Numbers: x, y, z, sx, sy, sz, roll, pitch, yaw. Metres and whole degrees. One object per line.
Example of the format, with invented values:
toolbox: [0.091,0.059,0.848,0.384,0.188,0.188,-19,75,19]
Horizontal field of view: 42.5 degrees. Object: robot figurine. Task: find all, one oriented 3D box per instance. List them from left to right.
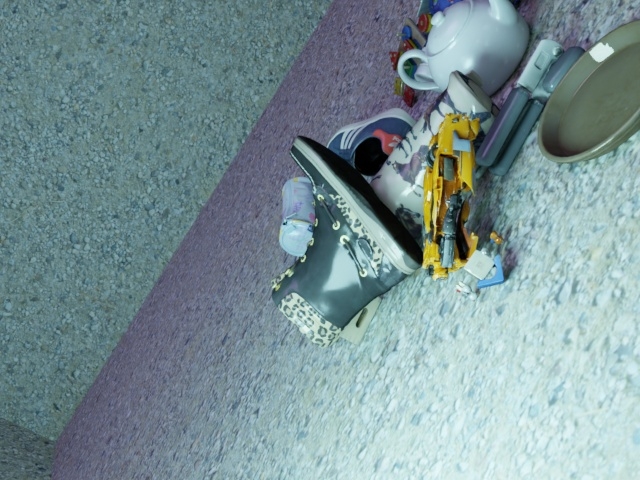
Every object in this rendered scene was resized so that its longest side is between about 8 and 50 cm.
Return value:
robot figurine: [0.232,-0.069,1.480,0.211,0.085,0.291,105,168,-80]

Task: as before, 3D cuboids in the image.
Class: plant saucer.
plant saucer: [0.473,-0.239,1.361,0.278,0.041,0.278,-48,21,25]

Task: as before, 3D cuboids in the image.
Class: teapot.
teapot: [0.317,-0.436,1.821,0.256,0.187,0.252,-58,20,4]

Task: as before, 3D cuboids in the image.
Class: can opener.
can opener: [0.387,-0.253,1.542,0.280,0.074,0.093,-58,20,1]

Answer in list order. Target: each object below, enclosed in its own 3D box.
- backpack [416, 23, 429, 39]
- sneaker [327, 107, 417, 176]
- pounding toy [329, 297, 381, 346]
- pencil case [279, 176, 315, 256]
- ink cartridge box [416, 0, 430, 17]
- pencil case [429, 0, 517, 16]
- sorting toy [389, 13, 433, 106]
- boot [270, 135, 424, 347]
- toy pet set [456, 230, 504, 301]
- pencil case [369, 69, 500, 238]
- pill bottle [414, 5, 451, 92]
backpack: [0.274,-0.527,2.227,0.114,0.084,0.105,-65,22,3]
sneaker: [0.103,-0.219,2.113,0.350,0.131,0.148,-25,33,58]
pounding toy: [0.049,0.163,1.750,0.130,0.100,0.141,19,81,56]
pencil case: [-0.057,-0.071,2.301,0.113,0.124,0.273,-49,20,26]
ink cartridge box: [0.316,-0.736,2.191,0.275,0.060,0.239,-40,-28,-54]
pencil case: [0.382,-0.606,2.027,0.306,0.133,0.119,-159,75,-72]
sorting toy: [0.220,-0.479,2.135,0.132,0.046,0.274,-115,27,-43]
boot: [0.000,0.000,1.648,0.284,0.377,0.138,-49,-23,20]
toy pet set: [0.287,0.048,1.391,0.122,0.065,0.114,-56,-16,-1]
pencil case: [0.213,-0.153,1.694,0.410,0.160,0.183,-51,33,21]
pill bottle: [0.308,-0.461,2.002,0.186,0.112,0.112,-60,19,-7]
